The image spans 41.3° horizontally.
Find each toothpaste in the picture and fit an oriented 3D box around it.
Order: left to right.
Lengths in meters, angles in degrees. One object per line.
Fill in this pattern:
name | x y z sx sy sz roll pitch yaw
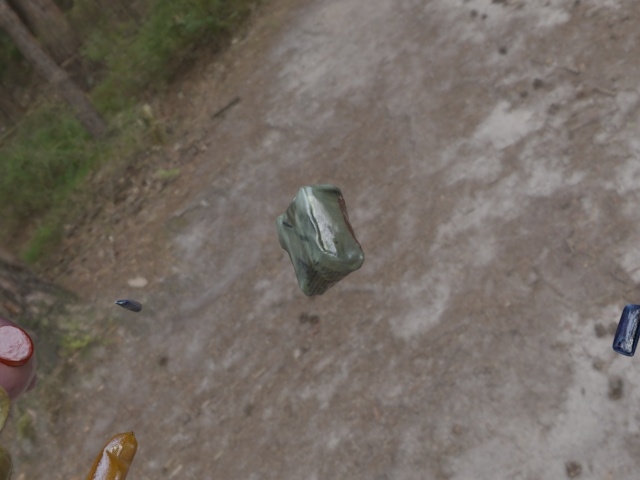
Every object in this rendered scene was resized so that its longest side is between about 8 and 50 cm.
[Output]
toothpaste | -0.336 0.115 1.506 0.027 0.083 0.019 -3 77 10

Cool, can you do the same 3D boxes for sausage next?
sausage | -0.363 0.403 1.432 0.054 0.062 0.183 -30 33 44

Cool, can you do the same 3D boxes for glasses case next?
glasses case | 0.456 0.129 1.252 0.034 0.023 0.083 12 64 32

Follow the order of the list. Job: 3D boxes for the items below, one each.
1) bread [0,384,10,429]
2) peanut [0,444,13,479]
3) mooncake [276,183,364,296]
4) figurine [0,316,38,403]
bread | -0.510 0.124 0.923 0.165 0.375 0.236 -8 -43 -57
peanut | -0.435 0.320 1.092 0.089 0.089 0.193 -37 37 -2
mooncake | 0.000 0.000 1.122 0.073 0.129 0.125 -9 -18 -26
figurine | -0.571 0.211 1.442 0.173 0.173 0.173 -28 28 16
